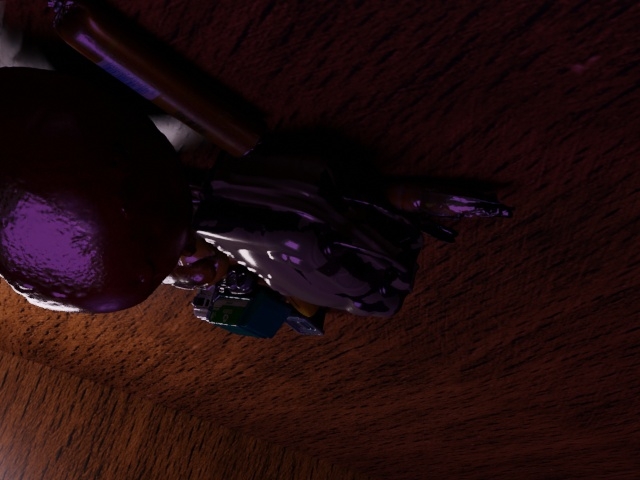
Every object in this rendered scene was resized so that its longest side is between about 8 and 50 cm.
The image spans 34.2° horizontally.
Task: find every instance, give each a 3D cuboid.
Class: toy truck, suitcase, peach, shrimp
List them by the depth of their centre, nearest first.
[{"bbox_3d":[-0.400,-0.089,1.617,0.353,0.339,0.416,-39,125,24],"label":"peach"},{"bbox_3d":[0.000,0.000,1.661,0.339,0.194,0.351,9,162,41],"label":"suitcase"},{"bbox_3d":[0.217,-0.040,1.677,0.262,0.051,0.198,6,163,34],"label":"shrimp"},{"bbox_3d":[-0.168,0.134,2.199,0.114,0.124,0.253,29,161,-36],"label":"toy truck"}]

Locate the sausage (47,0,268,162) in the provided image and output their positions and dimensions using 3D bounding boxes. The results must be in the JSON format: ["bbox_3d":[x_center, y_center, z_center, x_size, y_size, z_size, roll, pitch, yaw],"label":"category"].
[{"bbox_3d":[-0.235,-0.233,1.481,0.371,0.082,0.082,33,152,-34],"label":"sausage"}]

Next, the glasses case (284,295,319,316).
[{"bbox_3d":[-0.047,0.081,2.088,0.064,0.079,0.234,14,160,24],"label":"glasses case"}]

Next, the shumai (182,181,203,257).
[{"bbox_3d":[-0.234,-0.033,1.870,0.201,0.120,0.201,10,165,3],"label":"shumai"}]

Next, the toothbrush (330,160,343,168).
[{"bbox_3d":[-0.034,-0.124,1.686,0.162,0.017,0.014,6,151,34],"label":"toothbrush"}]

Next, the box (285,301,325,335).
[{"bbox_3d":[-0.034,0.169,2.318,0.074,0.054,0.099,2,154,34],"label":"box"}]

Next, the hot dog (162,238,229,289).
[{"bbox_3d":[-0.286,0.051,2.140,0.194,0.107,0.326,25,156,-22],"label":"hot dog"}]
